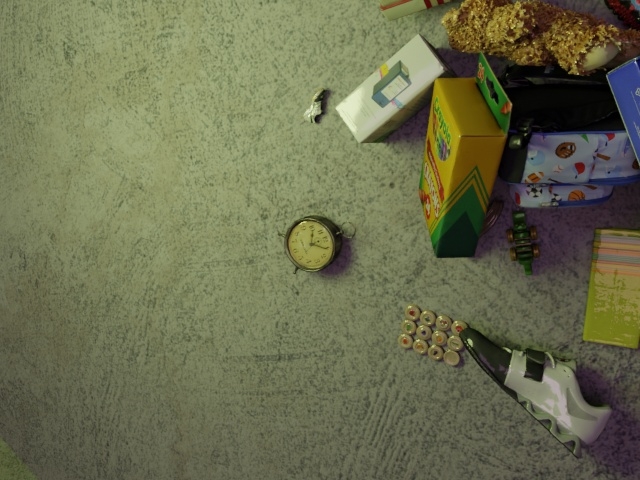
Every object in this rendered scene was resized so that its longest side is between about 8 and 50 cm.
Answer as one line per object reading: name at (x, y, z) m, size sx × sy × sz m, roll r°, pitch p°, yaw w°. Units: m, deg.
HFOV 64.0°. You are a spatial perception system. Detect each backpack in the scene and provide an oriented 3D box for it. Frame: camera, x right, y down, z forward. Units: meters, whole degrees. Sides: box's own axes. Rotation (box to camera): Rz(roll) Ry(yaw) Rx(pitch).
backpack at (0.440, -0.178, 0.888) m, size 0.263 × 0.277 × 0.213 m, roll -4°, pitch 129°, yaw 16°

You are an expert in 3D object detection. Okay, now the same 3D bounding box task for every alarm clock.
alarm clock at (0.000, 0.000, 1.206) m, size 0.192 × 0.064 × 0.129 m, roll -20°, pitch 93°, yaw 27°

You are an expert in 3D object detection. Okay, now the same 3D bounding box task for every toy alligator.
toy alligator at (0.407, -0.017, 1.040) m, size 0.056 × 0.051 × 0.190 m, roll -9°, pitch 98°, yaw 23°

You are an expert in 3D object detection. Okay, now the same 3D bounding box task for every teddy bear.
teddy bear at (0.373, -0.361, 0.868) m, size 0.338 × 0.245 × 0.113 m, roll -129°, pitch 36°, yaw -53°

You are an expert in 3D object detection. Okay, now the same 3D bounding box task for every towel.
towel at (0.585, 0.093, 1.010) m, size 0.102 × 0.021 × 0.237 m, roll 7°, pitch 104°, yaw 27°

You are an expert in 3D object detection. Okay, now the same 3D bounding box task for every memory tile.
memory tile at (0.255, 0.217, 1.174) m, size 0.148 × 0.012 × 0.113 m, roll 17°, pitch 107°, yaw 18°

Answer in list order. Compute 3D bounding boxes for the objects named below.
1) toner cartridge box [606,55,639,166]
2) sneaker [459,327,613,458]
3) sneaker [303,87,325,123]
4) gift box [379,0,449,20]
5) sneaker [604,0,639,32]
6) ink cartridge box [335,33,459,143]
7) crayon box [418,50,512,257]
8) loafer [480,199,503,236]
toner cartridge box at (0.559, -0.114, 0.728) m, size 0.165 × 0.075 × 0.348 m, roll -21°, pitch 91°, yaw -1°
sneaker at (0.444, 0.275, 1.065) m, size 0.330 × 0.122 × 0.146 m, roll 42°, pitch 95°, yaw 11°
sneaker at (-0.006, -0.306, 1.167) m, size 0.037 × 0.032 × 0.083 m, roll 31°, pitch 116°, yaw -1°
gift box at (0.194, -0.587, 0.905) m, size 0.255 × 0.258 × 0.277 m, roll -3°, pitch 80°, yaw 25°
sneaker at (0.600, -0.382, 0.857) m, size 0.125 × 0.104 × 0.262 m, roll -39°, pitch 85°, yaw 22°
ink cartridge box at (0.156, -0.295, 1.029) m, size 0.212 × 0.154 × 0.093 m, roll -35°, pitch 85°, yaw 26°
crayon box at (0.247, -0.149, 0.925) m, size 0.081 × 0.202 × 0.319 m, roll -1°, pitch 132°, yaw -1°
loafer at (0.322, -0.031, 1.070) m, size 0.050 × 0.056 × 0.148 m, roll 38°, pitch 112°, yaw 4°
